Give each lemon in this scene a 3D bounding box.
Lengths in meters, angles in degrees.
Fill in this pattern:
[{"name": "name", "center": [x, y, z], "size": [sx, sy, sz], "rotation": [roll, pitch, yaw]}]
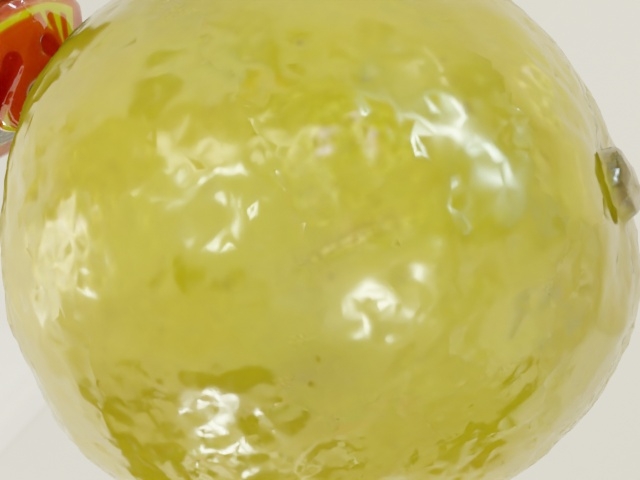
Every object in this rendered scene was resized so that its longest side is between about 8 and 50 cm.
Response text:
[{"name": "lemon", "center": [0.000, 0.000, 0.991], "size": [0.348, 0.348, 0.348], "rotation": [30, 149, 20]}]

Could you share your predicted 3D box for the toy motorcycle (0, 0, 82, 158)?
[{"name": "toy motorcycle", "center": [-0.228, -0.103, 1.112], "size": [0.171, 0.089, 0.298], "rotation": [47, 142, 5]}]
